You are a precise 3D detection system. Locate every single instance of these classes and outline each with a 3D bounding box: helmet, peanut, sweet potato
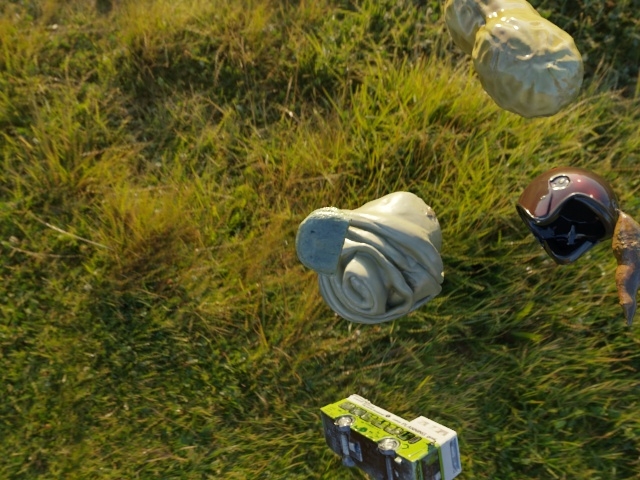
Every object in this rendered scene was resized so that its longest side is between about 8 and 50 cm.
[{"bbox_3d":[0.541,-0.064,1.323,0.216,0.189,0.193,3,54,45],"label":"helmet"},{"bbox_3d":[0.289,-0.305,0.926,0.147,0.147,0.305,-13,49,-2],"label":"peanut"},{"bbox_3d":[0.595,0.050,1.145,0.068,0.068,0.226,1,80,3],"label":"sweet potato"}]

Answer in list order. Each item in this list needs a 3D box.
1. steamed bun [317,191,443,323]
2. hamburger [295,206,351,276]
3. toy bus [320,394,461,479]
[{"bbox_3d":[0.147,0.071,1.447,0.324,0.219,0.309,-13,115,4],"label":"steamed bun"},{"bbox_3d":[-0.001,0.001,1.001,0.084,0.054,0.121,15,113,6],"label":"hamburger"},{"bbox_3d":[0.128,0.401,1.200,0.139,0.302,0.113,-16,103,-32],"label":"toy bus"}]
